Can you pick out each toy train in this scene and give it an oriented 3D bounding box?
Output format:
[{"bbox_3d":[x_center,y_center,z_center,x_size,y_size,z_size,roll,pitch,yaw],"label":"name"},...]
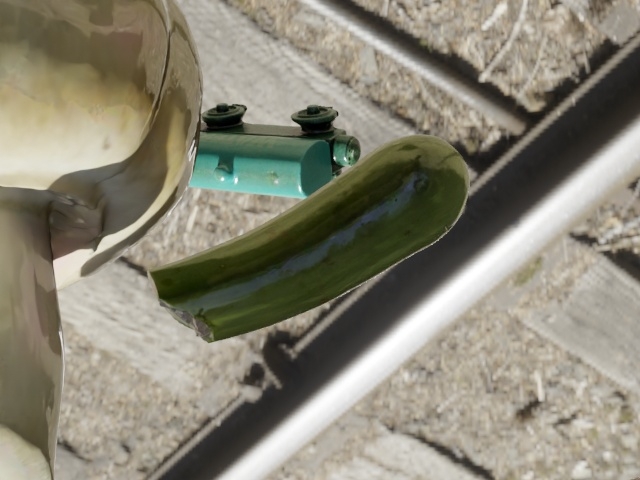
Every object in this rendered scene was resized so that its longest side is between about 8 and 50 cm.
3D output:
[{"bbox_3d":[-0.081,-0.103,1.404,0.248,0.159,0.101,5,115,27],"label":"toy train"}]

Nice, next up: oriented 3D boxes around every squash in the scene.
[{"bbox_3d":[0.000,0.000,0.838,0.250,0.083,0.083,-28,127,-13],"label":"squash"}]

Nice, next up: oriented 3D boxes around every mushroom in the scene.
[{"bbox_3d":[-0.247,-0.049,0.690,0.353,0.353,0.325,-10,128,15],"label":"mushroom"}]

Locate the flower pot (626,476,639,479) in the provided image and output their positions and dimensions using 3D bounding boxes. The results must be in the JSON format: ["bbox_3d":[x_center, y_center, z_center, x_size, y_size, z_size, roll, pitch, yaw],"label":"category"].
[{"bbox_3d":[0.200,0.254,0.806,0.173,0.191,0.191,-9,127,11],"label":"flower pot"}]
